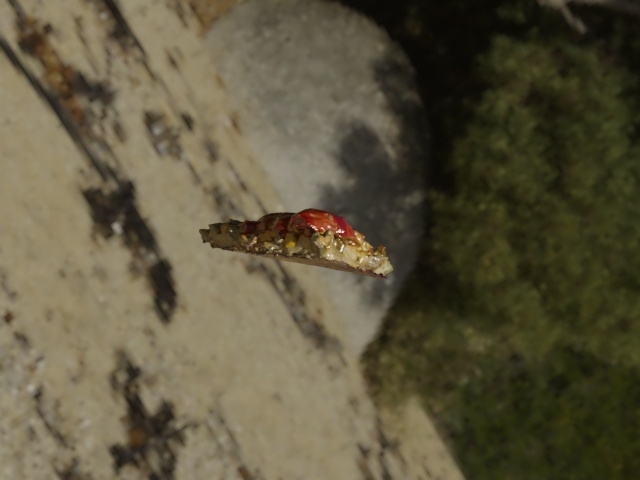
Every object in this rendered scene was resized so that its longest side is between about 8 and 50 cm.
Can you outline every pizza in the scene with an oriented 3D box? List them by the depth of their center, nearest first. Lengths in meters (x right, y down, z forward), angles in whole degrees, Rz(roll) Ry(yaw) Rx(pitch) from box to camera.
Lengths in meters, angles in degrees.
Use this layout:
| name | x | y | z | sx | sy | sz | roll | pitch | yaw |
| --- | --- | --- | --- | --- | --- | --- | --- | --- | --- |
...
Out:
| name | x | y | z | sx | sy | sz | roll | pitch | yaw |
| --- | --- | --- | --- | --- | --- | --- | --- | --- | --- |
| pizza | 0.001 | 0.001 | 0.873 | 0.099 | 0.029 | 0.100 | 13 | -4 | -42 |
